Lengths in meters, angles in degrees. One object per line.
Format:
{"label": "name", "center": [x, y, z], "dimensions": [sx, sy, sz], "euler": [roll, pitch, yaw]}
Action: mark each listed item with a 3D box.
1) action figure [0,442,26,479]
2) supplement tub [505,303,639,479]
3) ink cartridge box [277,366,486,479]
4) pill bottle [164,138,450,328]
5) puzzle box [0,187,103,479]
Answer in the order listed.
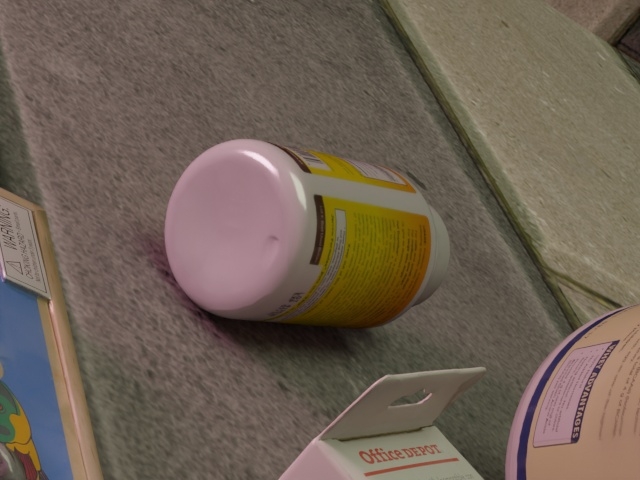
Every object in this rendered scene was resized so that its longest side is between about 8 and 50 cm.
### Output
{"label": "action figure", "center": [-0.190, 0.095, 0.624], "dimensions": [0.330, 0.178, 0.341], "euler": [58, -1, 30]}
{"label": "supplement tub", "center": [0.276, 0.135, 1.130], "dimensions": [0.235, 0.235, 0.325], "euler": [36, -19, -11]}
{"label": "ink cartridge box", "center": [0.010, 0.148, 0.871], "dimensions": [0.067, 0.198, 0.115], "euler": [48, 21, 21]}
{"label": "pill bottle", "center": [0.000, 0.000, 1.294], "dimensions": [0.117, 0.117, 0.215], "euler": [50, 22, 27]}
{"label": "puzzle box", "center": [-0.224, 0.060, 0.858], "dimensions": [0.272, 0.052, 0.409], "euler": [26, 24, -31]}
